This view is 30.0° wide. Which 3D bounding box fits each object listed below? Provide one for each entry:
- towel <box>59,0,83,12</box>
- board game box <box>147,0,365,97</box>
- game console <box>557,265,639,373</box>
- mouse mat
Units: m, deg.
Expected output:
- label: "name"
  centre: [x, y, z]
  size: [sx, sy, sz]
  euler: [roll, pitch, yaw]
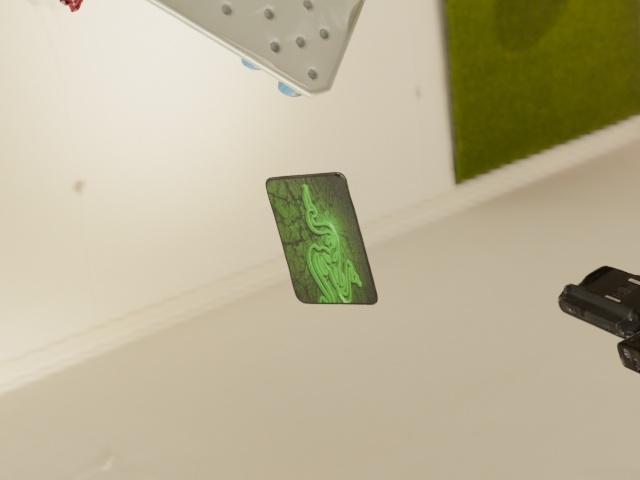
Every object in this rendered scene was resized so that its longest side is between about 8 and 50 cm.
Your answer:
- label: "towel"
  centre: [-0.255, -0.418, 1.319]
  size: [0.031, 0.275, 0.199]
  euler: [4, -134, -38]
- label: "board game box"
  centre: [-0.102, -0.375, 1.072]
  size: [0.390, 0.390, 0.050]
  euler: [29, 158, -21]
- label: "game console"
  centre: [0.451, 0.092, 1.567]
  size: [0.213, 0.044, 0.361]
  euler: [-24, -162, -15]
- label: "mouse mat"
  centre: [0.000, 0.000, 1.615]
  size: [0.152, 0.190, 0.007]
  euler: [-2, -160, 43]
